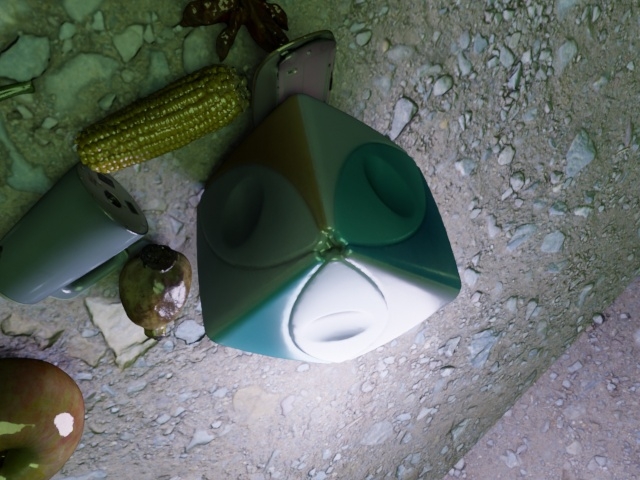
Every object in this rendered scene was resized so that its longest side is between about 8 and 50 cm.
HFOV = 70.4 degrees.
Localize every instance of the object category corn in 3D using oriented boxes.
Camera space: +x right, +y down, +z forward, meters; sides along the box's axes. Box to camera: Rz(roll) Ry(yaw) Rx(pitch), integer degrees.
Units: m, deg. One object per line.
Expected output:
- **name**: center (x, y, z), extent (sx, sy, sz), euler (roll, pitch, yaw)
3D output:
- **corn**: center (-0.264, -0.211, 0.791), extent (0.317, 0.115, 0.115), euler (-31, 126, -9)

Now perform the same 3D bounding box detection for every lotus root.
- **lotus root**: center (-0.336, 0.107, 0.919), extent (0.138, 0.138, 0.214), euler (3, 115, -29)

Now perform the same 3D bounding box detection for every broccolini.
- **broccolini**: center (-0.559, -0.192, 0.696), extent (0.239, 0.051, 0.054), euler (-33, 170, -15)

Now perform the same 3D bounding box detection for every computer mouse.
- **computer mouse**: center (-0.048, -0.256, 0.848), extent (0.158, 0.072, 0.310), euler (-30, 160, -19)

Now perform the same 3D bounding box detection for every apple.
- **apple**: center (-0.578, 0.333, 0.844), extent (0.256, 0.234, 0.257), euler (-11, 118, -21)

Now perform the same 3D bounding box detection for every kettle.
- **kettle**: center (-0.441, 0.007, 0.816), extent (0.243, 0.160, 0.210), euler (-38, 155, 4)

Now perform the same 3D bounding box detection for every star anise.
- **star anise**: center (-0.133, -0.407, 0.763), extent (0.212, 0.111, 0.196), euler (19, 83, -7)

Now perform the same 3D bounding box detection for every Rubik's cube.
- **Rubik's cube**: center (0.000, 0.000, 0.835), extent (0.351, 0.348, 0.352), euler (22, 135, -40)
